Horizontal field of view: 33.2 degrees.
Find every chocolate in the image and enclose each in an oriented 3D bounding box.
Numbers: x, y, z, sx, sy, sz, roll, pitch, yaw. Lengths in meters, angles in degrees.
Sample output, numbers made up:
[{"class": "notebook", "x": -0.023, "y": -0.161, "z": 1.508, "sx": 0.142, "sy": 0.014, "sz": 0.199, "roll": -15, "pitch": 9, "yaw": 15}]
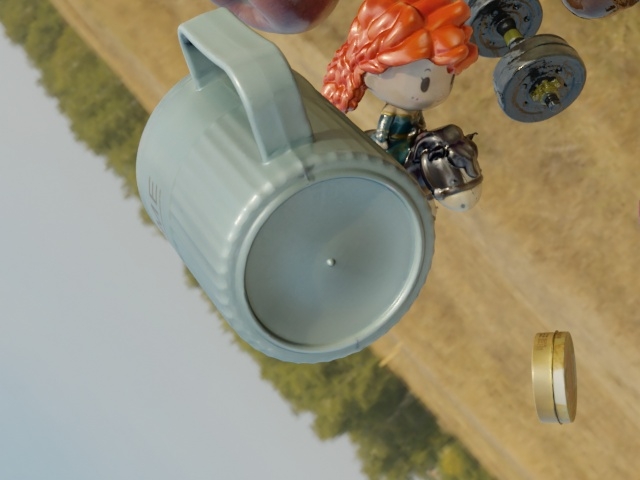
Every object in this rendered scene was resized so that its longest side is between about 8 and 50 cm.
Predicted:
[{"class": "chocolate", "x": 0.404, "y": -0.395, "z": 1.565, "sx": 0.133, "sy": 0.127, "sz": 0.124, "roll": 55, "pitch": -175, "yaw": -32}]

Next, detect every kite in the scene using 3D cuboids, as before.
[{"class": "kite", "x": 0.232, "y": -0.086, "z": 1.678, "sx": 0.078, "sy": 0.002, "sz": 0.044, "roll": 63, "pitch": -172, "yaw": 20}]

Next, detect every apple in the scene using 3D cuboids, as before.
[{"class": "apple", "x": -0.084, "y": -0.497, "z": 1.861, "sx": 0.305, "sy": 0.235, "sz": 0.306, "roll": 31, "pitch": 175, "yaw": 3}]

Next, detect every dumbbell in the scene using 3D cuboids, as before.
[{"class": "dumbbell", "x": 0.402, "y": -0.395, "z": 2.186, "sx": 0.185, "sy": 0.185, "sz": 0.388, "roll": 54, "pitch": -167, "yaw": -49}]

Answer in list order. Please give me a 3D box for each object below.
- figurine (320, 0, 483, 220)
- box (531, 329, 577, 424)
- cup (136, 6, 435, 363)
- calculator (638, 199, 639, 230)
[{"class": "figurine", "x": 0.144, "y": -0.213, "z": 1.816, "sx": 0.306, "sy": 0.241, "sz": 0.412, "roll": 1, "pitch": 104, "yaw": 62}, {"class": "box", "x": 0.263, "y": 0.153, "z": 1.204, "sx": 0.105, "sy": 0.037, "sz": 0.105, "roll": -5, "pitch": -90, "yaw": -69}, {"class": "cup", "x": -0.036, "y": -0.069, "z": 1.193, "sx": 0.256, "sy": 0.331, "sz": 0.311, "roll": 2, "pitch": -156, "yaw": -26}, {"class": "calculator", "x": 0.597, "y": 0.012, "z": 1.761, "sx": 0.190, "sy": 0.034, "sz": 0.127, "roll": 32, "pitch": -136, "yaw": -20}]
